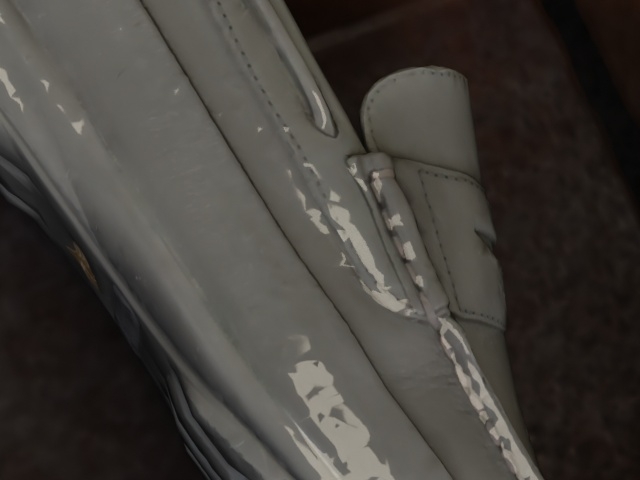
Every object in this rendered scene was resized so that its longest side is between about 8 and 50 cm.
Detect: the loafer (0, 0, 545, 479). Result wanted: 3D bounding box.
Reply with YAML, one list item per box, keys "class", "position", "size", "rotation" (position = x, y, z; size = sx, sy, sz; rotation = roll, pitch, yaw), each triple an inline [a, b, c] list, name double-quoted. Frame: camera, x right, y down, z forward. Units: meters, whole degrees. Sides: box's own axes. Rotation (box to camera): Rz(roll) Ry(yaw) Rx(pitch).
- class: "loafer"
  position: [0.000, 0.000, 0.474]
  size: [0.111, 0.112, 0.319]
  rotation: [-35, 86, -13]
